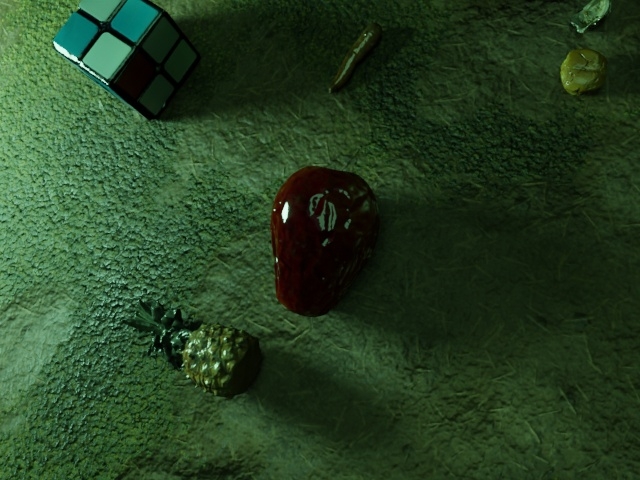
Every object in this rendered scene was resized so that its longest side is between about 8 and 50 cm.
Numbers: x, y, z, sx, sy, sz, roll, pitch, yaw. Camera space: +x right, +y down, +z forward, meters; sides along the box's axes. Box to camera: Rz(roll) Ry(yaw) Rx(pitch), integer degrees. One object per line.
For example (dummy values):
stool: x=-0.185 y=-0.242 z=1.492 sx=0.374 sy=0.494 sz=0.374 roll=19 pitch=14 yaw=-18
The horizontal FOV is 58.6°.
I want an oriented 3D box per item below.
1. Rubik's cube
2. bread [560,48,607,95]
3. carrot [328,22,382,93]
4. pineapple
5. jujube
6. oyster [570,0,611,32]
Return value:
Rubik's cube: x=-0.377 y=-0.373 z=1.125 sx=0.167 sy=0.180 sz=0.183 roll=34 pitch=85 yaw=15
bread: x=0.465 y=-0.295 z=1.008 sx=0.081 sy=0.046 sz=0.083 roll=36 pitch=89 yaw=18
carrot: x=0.065 y=-0.354 z=1.108 sx=0.036 sy=0.036 sz=0.165 roll=37 pitch=90 yaw=16
pineapple: x=-0.232 y=0.187 z=1.019 sx=0.248 sy=0.128 sz=0.128 roll=19 pitch=83 yaw=20
jujube: x=0.000 y=0.000 z=0.989 sx=0.190 sy=0.190 sz=0.255 roll=17 pitch=99 yaw=14
oyster: x=0.499 y=-0.415 z=1.033 sx=0.093 sy=0.034 sz=0.051 roll=-39 pitch=58 yaw=13
